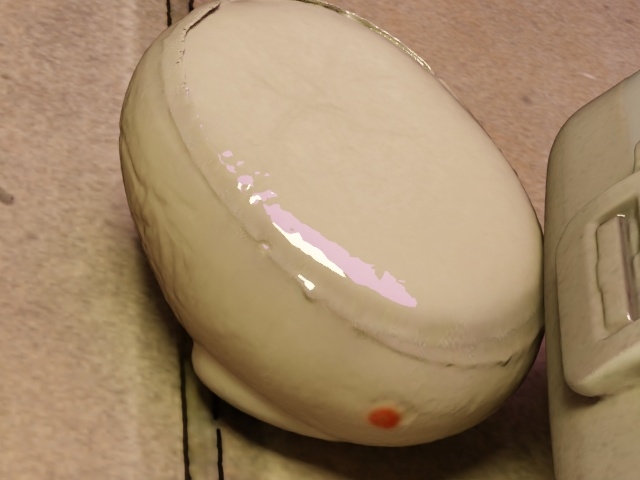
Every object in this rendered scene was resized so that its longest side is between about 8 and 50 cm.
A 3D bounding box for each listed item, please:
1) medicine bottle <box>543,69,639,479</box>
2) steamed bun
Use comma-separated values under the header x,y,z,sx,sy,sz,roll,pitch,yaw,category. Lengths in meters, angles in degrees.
x,y,z,sx,sy,sz,roll,pitch,yaw,category
0.195,0.098,0.712,0.282,0.123,0.375,46,29,-27,medicine bottle
0.000,0.000,0.798,0.177,0.130,0.228,-15,58,-41,steamed bun
